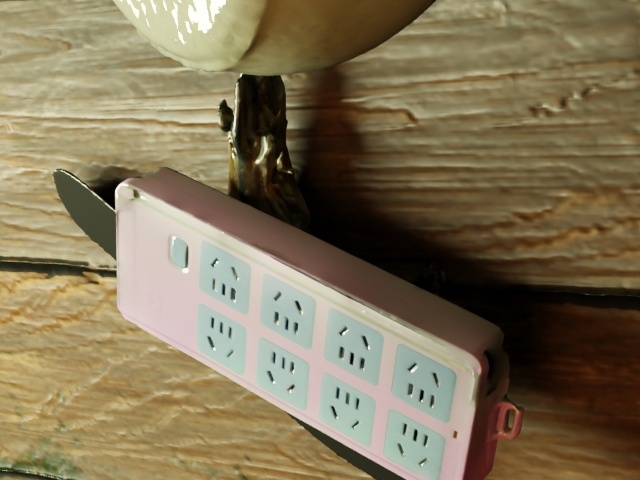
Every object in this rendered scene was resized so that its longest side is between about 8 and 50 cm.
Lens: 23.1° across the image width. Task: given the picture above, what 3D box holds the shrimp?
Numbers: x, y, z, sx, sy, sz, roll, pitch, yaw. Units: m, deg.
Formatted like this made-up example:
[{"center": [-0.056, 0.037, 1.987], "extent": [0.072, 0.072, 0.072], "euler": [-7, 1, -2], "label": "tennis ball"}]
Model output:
[{"center": [0.000, 0.000, 0.926], "extent": [0.152, 0.046, 0.219], "euler": [16, 129, 36], "label": "shrimp"}]

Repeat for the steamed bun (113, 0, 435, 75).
[{"center": [-0.017, -0.218, 0.701], "extent": [0.283, 0.177, 0.283], "euler": [46, 146, 44], "label": "steamed bun"}]

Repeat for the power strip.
[{"center": [-0.011, 0.050, 0.905], "extent": [0.279, 0.037, 0.109], "euler": [26, 131, 26], "label": "power strip"}]

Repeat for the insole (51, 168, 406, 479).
[{"center": [-0.064, 0.054, 1.021], "extent": [0.322, 0.007, 0.109], "euler": [39, 156, 21], "label": "insole"}]
